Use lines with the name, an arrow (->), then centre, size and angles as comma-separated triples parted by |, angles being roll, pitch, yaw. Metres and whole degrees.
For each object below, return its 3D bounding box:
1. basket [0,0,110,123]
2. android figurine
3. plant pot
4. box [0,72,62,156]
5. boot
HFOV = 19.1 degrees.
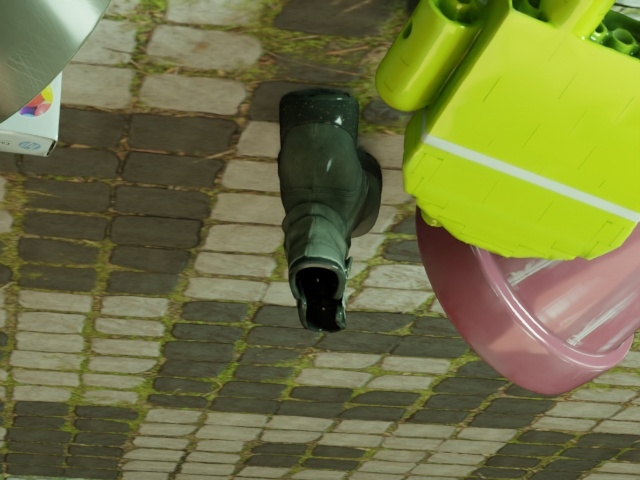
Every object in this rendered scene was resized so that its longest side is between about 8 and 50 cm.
basket -> -0.215, -0.165, 0.887 | 0.204, 0.154, 0.227 | -12, 135, 47
android figurine -> 0.158, -0.080, 1.253 | 0.248, 0.056, 0.273 | 18, 137, -13
plant pot -> 0.203, -0.009, 1.430 | 0.201, 0.201, 0.180 | 18, 140, -42
box -> -0.245, -0.133, 1.125 | 0.186, 0.145, 0.038 | 6, 164, -15
boot -> 0.000, 0.000, 1.487 | 0.083, 0.161, 0.246 | 0, 162, 7
